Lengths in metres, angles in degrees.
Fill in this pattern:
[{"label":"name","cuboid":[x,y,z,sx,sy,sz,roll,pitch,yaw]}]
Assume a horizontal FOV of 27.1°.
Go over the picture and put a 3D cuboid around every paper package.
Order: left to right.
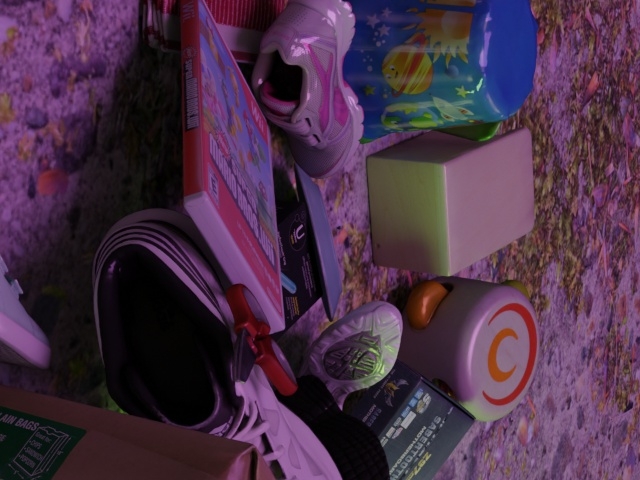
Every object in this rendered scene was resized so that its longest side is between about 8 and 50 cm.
[{"label":"paper package","cuboid":[-0.166,0.287,1.122,0.168,0.324,0.310,-57,141,-34]}]

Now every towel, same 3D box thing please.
[{"label":"towel","cuboid":[-0.100,-0.355,1.400,0.237,0.037,0.329,-4,100,-60]}]

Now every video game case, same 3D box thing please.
[{"label":"video game case","cuboid":[-0.087,-0.077,1.293,0.204,0.025,0.285,62,16,-46]}]

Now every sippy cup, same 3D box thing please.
[{"label":"sippy cup","cuboid":[0.135,-0.233,1.617,0.305,0.224,0.240,-14,106,-56]}]

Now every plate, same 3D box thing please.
[{"label":"plate","cuboid":[0.000,0.000,1.522,0.188,0.024,0.188,168,-90,-87]}]

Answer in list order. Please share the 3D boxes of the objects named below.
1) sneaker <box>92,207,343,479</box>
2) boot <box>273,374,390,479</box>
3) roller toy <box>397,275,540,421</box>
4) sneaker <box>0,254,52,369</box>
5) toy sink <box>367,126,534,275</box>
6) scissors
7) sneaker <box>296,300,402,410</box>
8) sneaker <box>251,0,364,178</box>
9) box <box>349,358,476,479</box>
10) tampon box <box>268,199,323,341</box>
[{"label":"sneaker","cuboid":[-0.100,0.195,1.202,0.257,0.169,0.448,-84,149,-82]},{"label":"boot","cuboid":[0.032,0.267,1.472,0.083,0.246,0.161,-26,122,-8]},{"label":"roller toy","cuboid":[0.198,0.148,1.857,0.209,0.146,0.191,-3,99,-48]},{"label":"sneaker","cuboid":[-0.283,0.001,1.108,0.256,0.094,0.151,54,48,-49]},{"label":"toy sink","cuboid":[0.176,-0.063,1.802,0.234,0.131,0.153,-26,117,-49]},{"label":"scissors","cuboid":[-0.065,0.076,1.080,0.109,0.021,0.297,65,4,9]},{"label":"sneaker","cuboid":[0.024,0.131,1.571,0.090,0.232,0.115,31,40,-11]},{"label":"sneaker","cuboid":[-0.025,-0.161,1.475,0.111,0.103,0.252,-44,144,-32]},{"label":"box","cuboid":[0.081,0.280,1.692,0.233,0.059,0.183,-52,144,-3]},{"label":"tampon box","cuboid":[-0.087,0.042,1.420,0.161,0.101,0.121,-43,131,-48]}]
